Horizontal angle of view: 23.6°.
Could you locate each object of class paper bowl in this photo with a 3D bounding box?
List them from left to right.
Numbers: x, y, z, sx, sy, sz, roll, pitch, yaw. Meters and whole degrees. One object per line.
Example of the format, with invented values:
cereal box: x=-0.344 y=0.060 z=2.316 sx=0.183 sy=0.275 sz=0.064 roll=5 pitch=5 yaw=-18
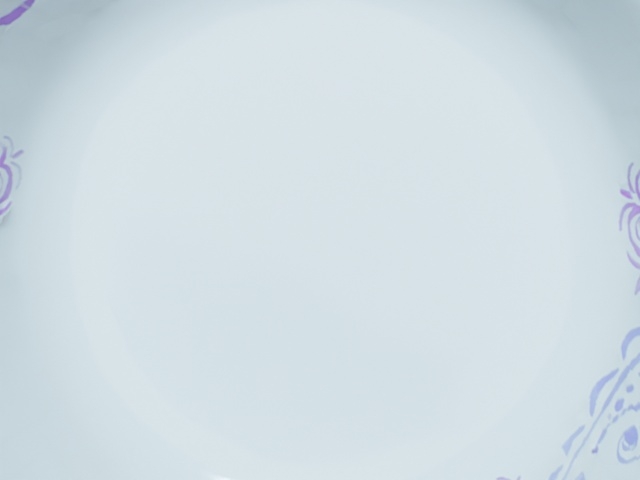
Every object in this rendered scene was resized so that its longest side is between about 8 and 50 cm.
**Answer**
paper bowl: x=0.000 y=0.000 z=0.484 sx=0.284 sy=0.148 sz=0.284 roll=1 pitch=102 yaw=7
